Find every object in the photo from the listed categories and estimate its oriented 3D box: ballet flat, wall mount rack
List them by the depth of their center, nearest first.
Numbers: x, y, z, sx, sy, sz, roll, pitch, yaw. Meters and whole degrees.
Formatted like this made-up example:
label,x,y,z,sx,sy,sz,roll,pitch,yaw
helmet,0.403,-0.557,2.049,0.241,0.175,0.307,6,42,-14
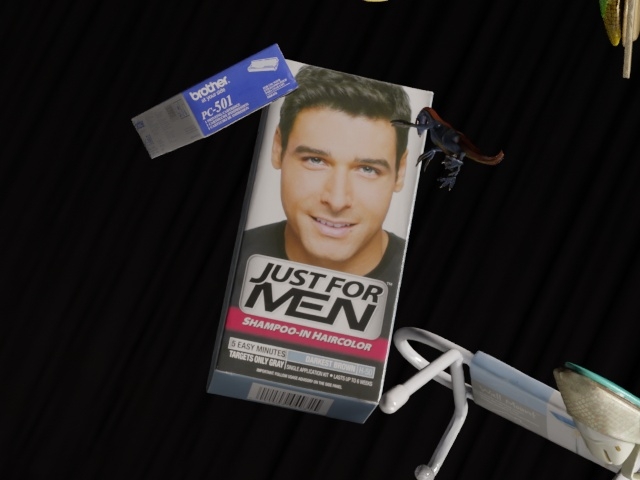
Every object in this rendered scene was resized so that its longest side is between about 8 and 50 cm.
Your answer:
label,x,y,z,sx,sy,sz,roll,pitch,yaw
ballet flat,0.198,0.124,1.215,0.168,0.052,0.057,25,1,-41
wall mount rack,0.191,0.192,1.775,0.350,0.130,0.304,25,-17,17

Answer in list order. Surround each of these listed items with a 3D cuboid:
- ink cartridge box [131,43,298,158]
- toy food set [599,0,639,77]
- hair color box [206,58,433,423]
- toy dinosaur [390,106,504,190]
label,x,y,z,sx,sy,sz,roll,pitch,yaw
ink cartridge box,-0.097,-0.122,1.714,0.046,0.097,0.207,63,-17,-6
toy food set,0.295,-0.254,1.873,0.038,0.192,0.132,7,-52,12
hair color box,0.000,0.000,2.173,0.185,0.374,0.113,12,-19,-4
toy dinosaur,0.104,-0.081,1.599,0.090,0.082,0.047,-4,-44,2
